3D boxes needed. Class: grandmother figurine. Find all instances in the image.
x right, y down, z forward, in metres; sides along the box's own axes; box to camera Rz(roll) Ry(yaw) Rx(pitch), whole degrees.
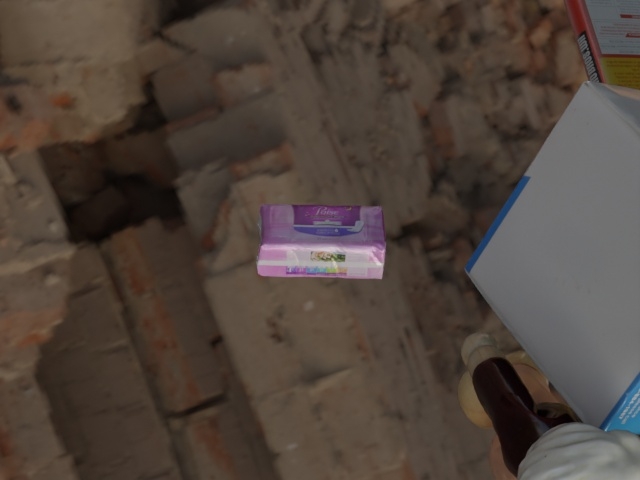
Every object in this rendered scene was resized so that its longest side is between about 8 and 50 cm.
[{"bbox_3d":[0.166,0.155,1.017,0.208,0.104,0.342,38,3,3],"label":"grandmother figurine"}]

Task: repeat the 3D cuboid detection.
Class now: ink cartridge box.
[{"bbox_3d":[0.261,0.014,1.017,0.232,0.171,0.168,3,38,-40],"label":"ink cartridge box"}]

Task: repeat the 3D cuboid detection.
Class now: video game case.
[{"bbox_3d":[0.337,-0.142,1.379,0.204,0.025,0.285,-3,68,-29],"label":"video game case"}]

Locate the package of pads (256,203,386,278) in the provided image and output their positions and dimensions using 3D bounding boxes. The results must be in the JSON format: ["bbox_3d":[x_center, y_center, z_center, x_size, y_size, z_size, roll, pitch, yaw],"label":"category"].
[{"bbox_3d":[0.000,0.000,0.957,0.050,0.083,0.032,-93,-176,-52],"label":"package of pads"}]
